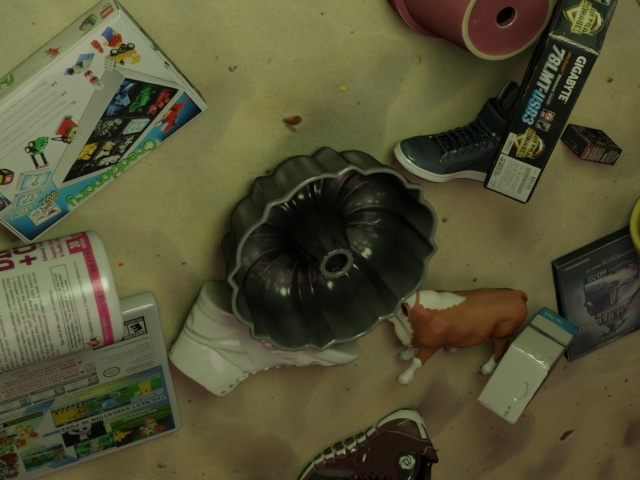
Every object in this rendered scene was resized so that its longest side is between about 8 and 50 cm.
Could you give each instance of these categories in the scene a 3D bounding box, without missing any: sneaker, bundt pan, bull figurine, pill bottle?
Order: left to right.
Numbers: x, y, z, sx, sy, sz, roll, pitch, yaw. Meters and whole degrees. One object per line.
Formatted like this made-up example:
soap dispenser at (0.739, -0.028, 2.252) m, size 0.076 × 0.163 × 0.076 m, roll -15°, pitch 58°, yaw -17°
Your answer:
pill bottle at (-0.419, 0.093, 1.520) m, size 0.283 × 0.160 × 0.160 m, roll -14°, pitch 132°, yaw -16°
sneaker at (-0.095, 0.175, 1.800) m, size 0.293 × 0.108 × 0.169 m, roll 20°, pitch 119°, yaw -26°
bundt pan at (0.000, 0.000, 1.668) m, size 0.331 × 0.124 × 0.330 m, roll -15°, pitch 131°, yaw -18°
sneaker at (0.091, 0.438, 2.065) m, size 0.281 × 0.162 × 0.106 m, roll -36°, pitch 134°, yaw 5°
bull figurine at (0.211, 0.146, 1.922) m, size 0.311 × 0.101 × 0.188 m, roll 1°, pitch 130°, yaw -26°
sneaker at (0.225, -0.163, 1.662) m, size 0.226 × 0.086 × 0.163 m, roll -1°, pitch 139°, yaw -38°

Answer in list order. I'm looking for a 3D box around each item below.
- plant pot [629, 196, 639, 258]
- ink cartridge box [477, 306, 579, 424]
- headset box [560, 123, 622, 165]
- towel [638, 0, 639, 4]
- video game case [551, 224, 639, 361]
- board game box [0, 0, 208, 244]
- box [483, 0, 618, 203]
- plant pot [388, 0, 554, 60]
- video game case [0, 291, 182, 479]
plant pot at (0.683, 0.027, 1.926) m, size 0.254 × 0.254 × 0.239 m, roll -33°, pitch 127°, yaw 2°
ink cartridge box at (0.370, 0.219, 2.008) m, size 0.191 × 0.082 × 0.139 m, roll -29°, pitch 150°, yaw -57°
headset box at (0.426, -0.153, 1.798) m, size 0.083 × 0.062 × 0.032 m, roll 5°, pitch 124°, yaw -31°
towel at (0.565, -0.424, 1.665) m, size 0.237 × 0.021 × 0.102 m, roll -39°, pitch 135°, yaw 9°
video game case at (0.528, 0.095, 2.088) m, size 0.196 × 0.026 × 0.274 m, roll -24°, pitch 133°, yaw -6°
board game box at (-0.320, -0.147, 1.440) m, size 0.305 × 0.053 × 0.193 m, roll -36°, pitch 134°, yaw 6°
box at (0.317, -0.245, 1.477) m, size 0.073 × 0.295 × 0.293 m, roll 23°, pitch 144°, yaw 4°
plant pot at (0.200, -0.330, 1.453) m, size 0.201 × 0.180 × 0.201 m, roll -14°, pitch 132°, yaw -16°
video game case at (-0.392, 0.238, 1.746) m, size 0.329 × 0.036 × 0.300 m, roll -17°, pitch 133°, yaw -14°
